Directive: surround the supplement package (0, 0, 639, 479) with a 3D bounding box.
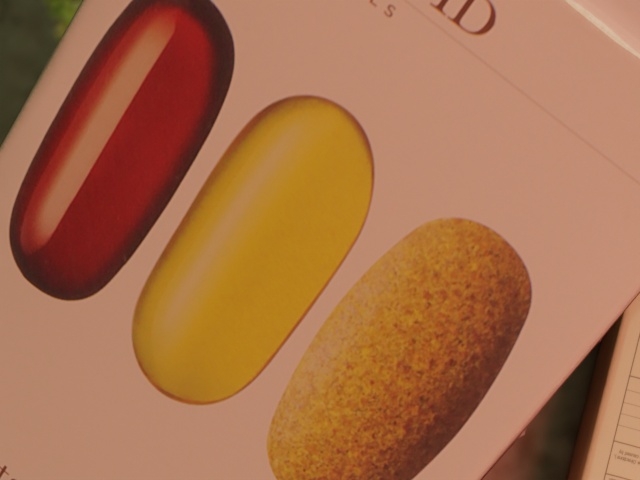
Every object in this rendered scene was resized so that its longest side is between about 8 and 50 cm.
[{"bbox_3d":[0.000,0.000,0.493,0.139,0.134,0.244,38,122,6],"label":"supplement package"}]

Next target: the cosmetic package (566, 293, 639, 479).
[{"bbox_3d":[0.112,0.046,0.591,0.060,0.041,0.115,17,83,2],"label":"cosmetic package"}]
